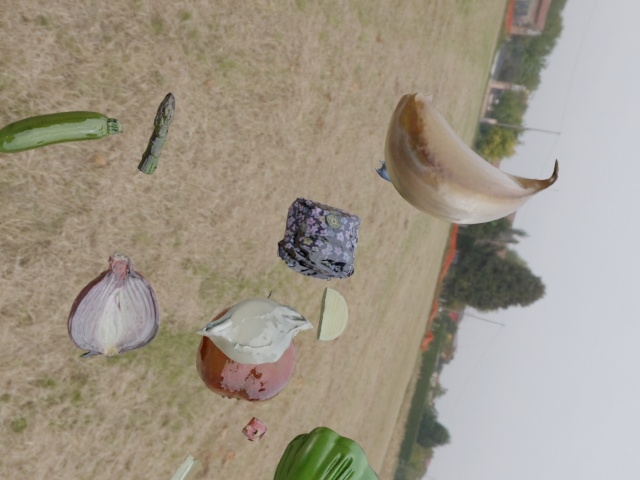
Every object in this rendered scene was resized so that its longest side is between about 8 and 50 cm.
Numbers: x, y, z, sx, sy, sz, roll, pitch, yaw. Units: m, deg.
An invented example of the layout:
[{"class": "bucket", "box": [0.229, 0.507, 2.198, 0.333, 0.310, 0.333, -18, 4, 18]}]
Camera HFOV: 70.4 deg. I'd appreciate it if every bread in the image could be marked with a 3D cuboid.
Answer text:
[{"class": "bread", "box": [0.048, 0.275, 1.654, 0.036, 0.112, 0.193, -16, -119, 59]}]

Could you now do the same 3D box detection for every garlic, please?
[{"class": "garlic", "box": [0.159, -0.074, 0.552, 0.128, 0.206, 0.115, -56, 177, -34]}]

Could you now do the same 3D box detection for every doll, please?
[{"class": "doll", "box": [0.166, -0.128, 0.947, 0.037, 0.125, 0.027, -56, -155, 11]}]

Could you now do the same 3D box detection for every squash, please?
[{"class": "squash", "box": [-0.562, -0.237, 0.969, 0.069, 0.257, 0.069, 165, -90, -73]}]

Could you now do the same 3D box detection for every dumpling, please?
[{"class": "dumpling", "box": [-0.107, 0.157, 0.753, 0.127, 0.187, 0.108, 104, -21, -59]}]

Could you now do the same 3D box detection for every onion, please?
[{"class": "onion", "box": [-0.648, 0.184, 1.448, 0.267, 0.159, 0.349, 8, 102, -30]}]

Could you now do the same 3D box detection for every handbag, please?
[{"class": "handbag", "box": [0.000, 0.000, 1.207, 0.127, 0.228, 0.208, -46, -151, 47]}]

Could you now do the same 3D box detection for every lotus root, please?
[{"class": "lotus root", "box": [-0.019, 0.420, 0.720, 0.186, 0.186, 0.186, 14, 90, -72]}]

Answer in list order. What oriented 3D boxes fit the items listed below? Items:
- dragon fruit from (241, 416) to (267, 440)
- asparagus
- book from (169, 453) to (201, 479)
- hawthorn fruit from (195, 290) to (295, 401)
[{"class": "dragon fruit", "box": [-0.190, 0.547, 1.306, 0.056, 0.060, 0.083, -49, 173, -31]}, {"class": "asparagus", "box": [-0.313, -0.207, 0.876, 0.165, 0.036, 0.030, -67, 164, 14]}, {"class": "book", "box": [-0.376, 0.633, 1.088, 0.239, 0.035, 0.352, -54, 174, -28]}, {"class": "hawthorn fruit", "box": [-0.200, 0.303, 1.328, 0.287, 0.286, 0.331, 41, 68, -71]}]
